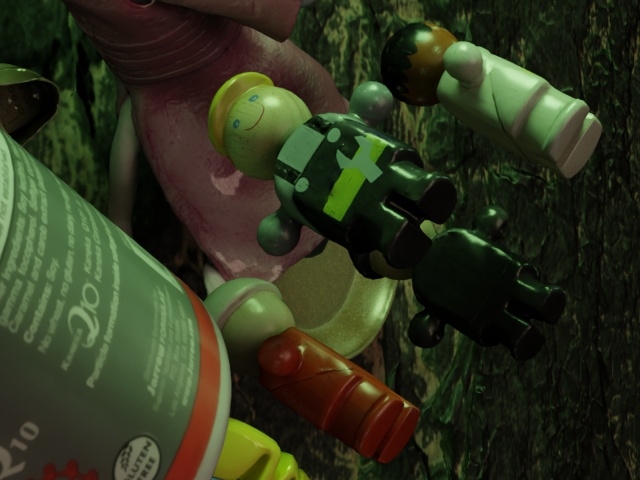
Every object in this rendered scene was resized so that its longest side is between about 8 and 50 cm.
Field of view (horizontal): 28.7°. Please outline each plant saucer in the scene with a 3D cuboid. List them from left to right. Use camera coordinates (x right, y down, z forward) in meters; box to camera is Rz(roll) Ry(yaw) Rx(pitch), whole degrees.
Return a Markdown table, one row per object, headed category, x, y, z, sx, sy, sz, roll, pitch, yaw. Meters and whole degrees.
| category | x | y | z | sx | sy | sz | roll | pitch | yaw |
| --- | --- | --- | --- | --- | --- | --- | --- | --- | --- |
| plant saucer | 0.000 | 0.000 | 1.018 | 0.198 | 0.036 | 0.198 | 5 | 84 | -54 |

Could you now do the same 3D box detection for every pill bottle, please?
| category | x | y | z | sx | sy | sz | roll | pitch | yaw |
| --- | --- | --- | --- | --- | --- | --- | --- | --- | --- |
| pill bottle | -0.220 | 0.023 | 0.560 | 0.363 | 0.210 | 0.210 | 45 | 54 | -43 |

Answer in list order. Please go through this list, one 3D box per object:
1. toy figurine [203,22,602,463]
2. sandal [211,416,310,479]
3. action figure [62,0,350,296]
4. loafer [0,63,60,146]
| category | x | y | z | sx | sy | sz | roll | pitch | yaw |
| --- | --- | --- | --- | --- | --- | --- | --- | --- | --- |
| toy figurine | 0.037 | -0.010 | 0.700 | 0.213 | 0.148 | 0.209 | -30 | 137 | -36 |
| sandal | -0.028 | 0.242 | 0.909 | 0.317 | 0.126 | 0.138 | 38 | 61 | -37 |
| action figure | -0.107 | -0.139 | 0.740 | 0.275 | 0.248 | 0.370 | -52 | 149 | -8 |
| loafer | -0.205 | -0.062 | 0.719 | 0.148 | 0.050 | 0.056 | -54 | 128 | -43 |
